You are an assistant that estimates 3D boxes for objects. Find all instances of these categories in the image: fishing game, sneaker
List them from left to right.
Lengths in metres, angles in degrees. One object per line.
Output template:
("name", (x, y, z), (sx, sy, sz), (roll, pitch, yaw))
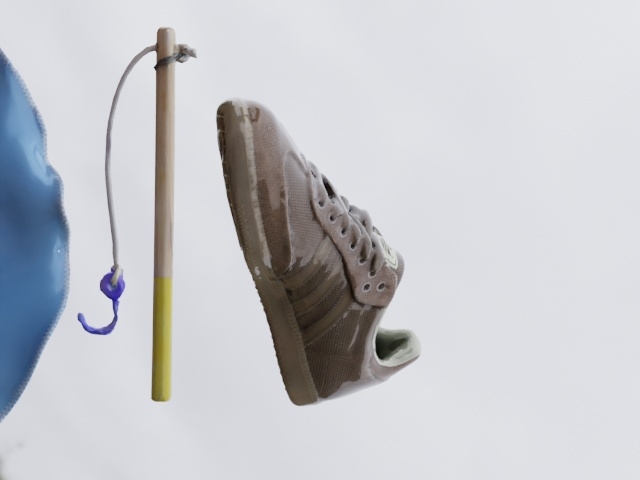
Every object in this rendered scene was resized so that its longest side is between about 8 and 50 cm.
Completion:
("fishing game", (-0.179, -0.002, 0.694), (0.041, 0.264, 0.189), (150, -55, -83))
("sneaker", (0.000, 0.000, 0.927), (0.188, 0.071, 0.066), (75, 0, -47))
